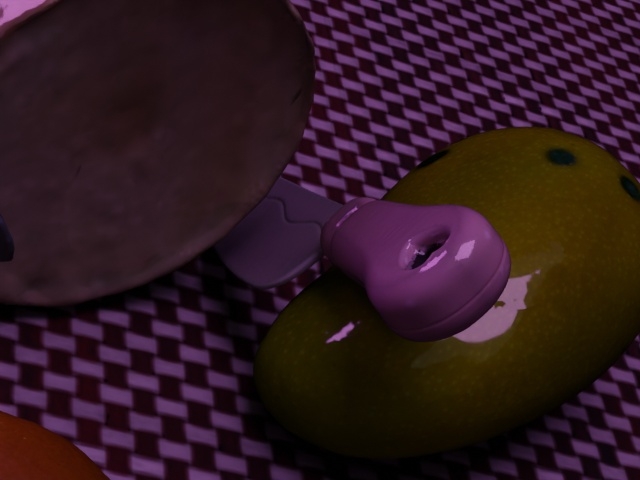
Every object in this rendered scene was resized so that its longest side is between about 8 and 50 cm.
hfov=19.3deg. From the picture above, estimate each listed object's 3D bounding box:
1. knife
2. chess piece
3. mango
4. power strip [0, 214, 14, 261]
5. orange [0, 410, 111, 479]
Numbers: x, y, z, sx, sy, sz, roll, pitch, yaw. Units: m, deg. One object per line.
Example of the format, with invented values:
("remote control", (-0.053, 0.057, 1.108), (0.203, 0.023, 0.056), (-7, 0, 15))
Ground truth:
("knife", (-0.002, 0.002, 1.023), (0.043, 0.081, 0.336), (51, -14, -22))
("chess piece", (-0.207, -0.179, 1.088), (0.234, 0.234, 0.442), (-2, 39, -38))
("mango", (0.086, 0.031, 1.071), (0.175, 0.143, 0.293), (22, 37, 33))
("power strip", (-0.244, 0.033, 0.804), (0.167, 0.054, 0.253), (16, 54, 39))
("orange", (-0.149, 0.144, 0.766), (0.156, 0.124, 0.156), (4, 45, -4))
